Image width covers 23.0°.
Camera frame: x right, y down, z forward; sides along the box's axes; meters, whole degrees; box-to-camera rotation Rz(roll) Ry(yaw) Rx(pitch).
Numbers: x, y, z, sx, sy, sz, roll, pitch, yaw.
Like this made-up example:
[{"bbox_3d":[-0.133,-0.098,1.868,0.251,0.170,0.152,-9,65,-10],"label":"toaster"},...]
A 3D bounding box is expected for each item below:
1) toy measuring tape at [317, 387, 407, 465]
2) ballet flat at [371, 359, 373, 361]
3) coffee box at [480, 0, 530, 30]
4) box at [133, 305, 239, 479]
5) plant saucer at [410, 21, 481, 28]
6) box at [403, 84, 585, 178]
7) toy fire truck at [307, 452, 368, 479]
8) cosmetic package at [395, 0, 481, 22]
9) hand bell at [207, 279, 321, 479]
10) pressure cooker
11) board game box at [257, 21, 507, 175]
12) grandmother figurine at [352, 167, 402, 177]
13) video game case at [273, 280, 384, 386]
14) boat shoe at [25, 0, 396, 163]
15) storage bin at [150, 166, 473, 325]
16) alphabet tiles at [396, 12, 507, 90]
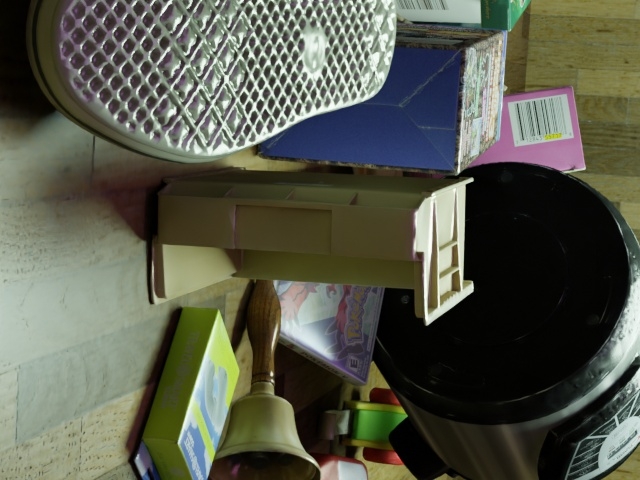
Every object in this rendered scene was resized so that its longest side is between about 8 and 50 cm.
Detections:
[{"bbox_3d":[0.088,0.266,2.239,0.330,0.121,0.121,22,73,-75],"label":"toy measuring tape"},{"bbox_3d":[0.031,0.101,2.071,0.231,0.077,0.077,55,13,-66],"label":"ballet flat"},{"bbox_3d":[0.240,-0.345,2.006,0.184,0.040,0.113,-55,145,-59],"label":"coffee box"},{"bbox_3d":[-0.128,0.166,1.527,0.109,0.042,0.178,76,23,-49],"label":"box"},{"bbox_3d":[0.178,-0.346,2.263,0.317,0.044,0.317,-175,-90,-71],"label":"plant saucer"},{"bbox_3d":[0.224,-0.133,2.187,0.243,0.213,0.117,168,-87,-81],"label":"box"},{"bbox_3d":[-0.016,0.400,1.842,0.254,0.169,0.302,20,73,-56],"label":"toy fire truck"},{"bbox_3d":[0.158,-0.485,2.104,0.155,0.197,0.365,54,42,-65],"label":"cosmetic package"},{"bbox_3d":[-0.064,0.146,1.706,0.126,0.126,0.242,72,14,-56],"label":"hand bell"},{"bbox_3d":[0.271,0.135,2.076,0.420,0.370,0.375,61,36,-57],"label":"pressure cooker"},{"bbox_3d":[0.079,-0.175,1.830,0.291,0.232,0.141,-35,129,-71],"label":"board game box"},{"bbox_3d":[0.080,-0.060,2.147,0.208,0.104,0.342,-62,155,-53],"label":"grandmother figurine"},{"bbox_3d":[0.008,0.048,1.868,0.183,0.023,0.201,33,58,-38],"label":"video game case"},{"bbox_3d":[-0.101,-0.173,1.323,0.500,0.156,0.187,-19,118,-62],"label":"boat shoe"},{"bbox_3d":[0.000,0.000,1.525,0.260,0.262,0.123,-22,115,-74],"label":"storage bin"},{"bbox_3d":[0.134,-0.246,2.092,0.009,0.198,0.237,-58,-171,-5],"label":"alphabet tiles"}]
